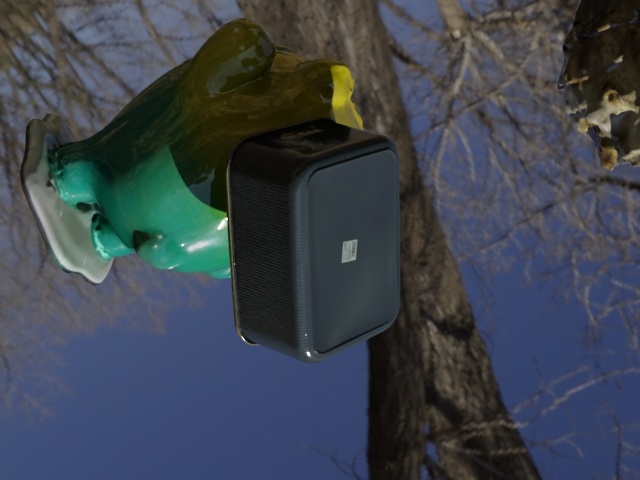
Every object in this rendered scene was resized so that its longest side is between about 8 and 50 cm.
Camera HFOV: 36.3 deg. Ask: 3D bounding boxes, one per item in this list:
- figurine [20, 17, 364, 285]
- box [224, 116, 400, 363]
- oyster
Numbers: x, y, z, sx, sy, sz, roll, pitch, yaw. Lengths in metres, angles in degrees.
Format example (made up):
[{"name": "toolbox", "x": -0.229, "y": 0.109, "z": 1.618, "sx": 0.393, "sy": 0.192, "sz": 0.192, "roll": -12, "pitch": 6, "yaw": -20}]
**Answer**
[{"name": "figurine", "x": -0.113, "y": -0.076, "z": 1.023, "sx": 0.340, "sy": 0.323, "sz": 0.231, "roll": -15, "pitch": -133, "yaw": 9}, {"name": "box", "x": 0.000, "y": 0.000, "z": 0.874, "sx": 0.090, "sy": 0.200, "sz": 0.145, "roll": 17, "pitch": -153, "yaw": 42}, {"name": "oyster", "x": 0.305, "y": -0.212, "z": 0.787, "sx": 0.337, "sy": 0.133, "sz": 0.197, "roll": -58, "pitch": -151, "yaw": 27}]
